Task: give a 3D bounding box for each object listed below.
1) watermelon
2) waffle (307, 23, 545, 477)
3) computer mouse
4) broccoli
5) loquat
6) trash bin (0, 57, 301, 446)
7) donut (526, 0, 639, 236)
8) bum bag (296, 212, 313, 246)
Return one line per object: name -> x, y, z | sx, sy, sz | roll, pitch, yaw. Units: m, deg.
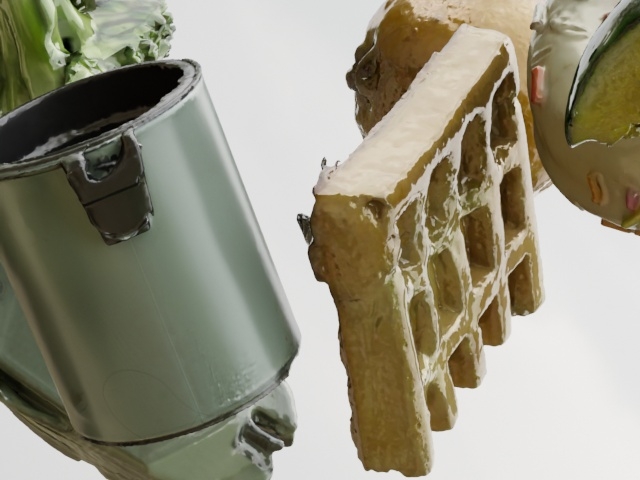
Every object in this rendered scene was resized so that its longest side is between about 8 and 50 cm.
watermelon -> 0.306, -0.153, 1.330 | 0.123, 0.301, 0.129 | -66, 142, -64
waffle -> 0.104, 0.004, 1.710 | 0.077, 0.348, 0.304 | 7, -56, 25
computer mouse -> -0.232, 0.153, 2.201 | 0.429, 0.228, 0.145 | 30, -25, 3
broccoli -> -0.294, -0.173, 1.951 | 0.338, 0.277, 0.318 | -70, 151, -71
loquat -> 0.193, -0.190, 2.506 | 0.328, 0.328, 0.328 | 47, -22, 26
trash bin -> -0.158, 0.008, 1.619 | 0.277, 0.217, 0.263 | -123, -168, -69
donut -> 0.343, -0.168, 1.628 | 0.382, 0.382, 0.142 | 32, -16, 49
bum bag -> 0.001, -0.001, 2.413 | 0.058, 0.034, 0.124 | 64, -8, -21
